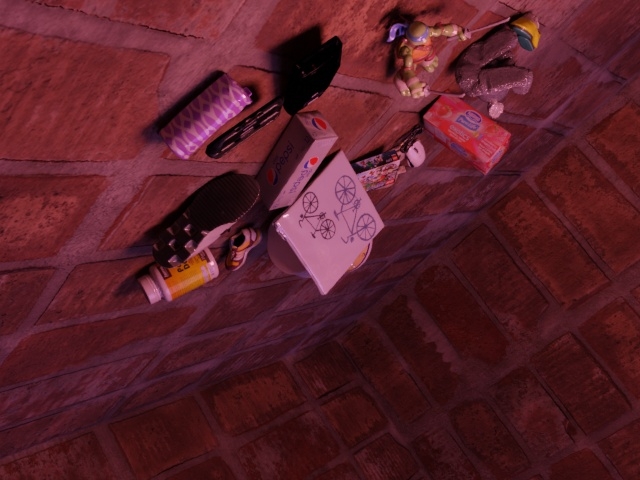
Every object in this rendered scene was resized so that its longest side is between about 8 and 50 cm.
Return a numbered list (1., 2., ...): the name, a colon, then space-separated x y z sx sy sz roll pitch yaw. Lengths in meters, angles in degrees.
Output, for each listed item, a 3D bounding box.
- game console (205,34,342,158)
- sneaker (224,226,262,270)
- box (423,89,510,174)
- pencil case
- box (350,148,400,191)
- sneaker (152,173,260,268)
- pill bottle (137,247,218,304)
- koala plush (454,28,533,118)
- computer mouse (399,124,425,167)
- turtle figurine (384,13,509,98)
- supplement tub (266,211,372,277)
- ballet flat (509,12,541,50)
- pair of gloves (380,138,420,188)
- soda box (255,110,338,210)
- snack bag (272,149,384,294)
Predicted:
1. game console: -0.101 -0.299 1.427 0.361 0.044 0.213 -38 176 -15
2. sneaker: -0.266 0.024 2.060 0.084 0.069 0.185 4 133 -49
3. box: 0.462 -0.341 2.068 0.122 0.257 0.128 -49 162 -2
4. pencil case: -0.238 -0.254 1.356 0.206 0.086 0.088 -38 161 9
5. box: 0.138 -0.206 2.135 0.233 0.044 0.159 -20 159 -8
6. sneaker: -0.296 -0.060 1.736 0.331 0.122 0.146 -38 180 5
7. pill bottle: -0.413 0.099 1.891 0.215 0.117 0.117 -28 161 -21
8. koala plush: 0.508 -0.482 1.957 0.204 0.196 0.221 -18 166 11
9. computer mouse: 0.324 -0.302 2.211 0.106 0.042 0.193 -49 151 -5
10. turtle figurine: 0.281 -0.427 1.596 0.275 0.197 0.266 7 179 1
11. supplement tub: 0.000 0.000 2.169 0.241 0.241 0.331 -44 160 26
12. ballet flat: 0.618 -0.633 1.949 0.077 0.077 0.231 -62 158 12
13. pair of gloves: 0.239 -0.246 2.289 0.204 0.042 0.240 -23 160 -32
14. soda box: -0.072 -0.209 1.740 0.091 0.098 0.286 -17 154 -42
15. snack bag: 0.033 -0.046 1.978 0.342 0.037 0.323 -49 126 -25
